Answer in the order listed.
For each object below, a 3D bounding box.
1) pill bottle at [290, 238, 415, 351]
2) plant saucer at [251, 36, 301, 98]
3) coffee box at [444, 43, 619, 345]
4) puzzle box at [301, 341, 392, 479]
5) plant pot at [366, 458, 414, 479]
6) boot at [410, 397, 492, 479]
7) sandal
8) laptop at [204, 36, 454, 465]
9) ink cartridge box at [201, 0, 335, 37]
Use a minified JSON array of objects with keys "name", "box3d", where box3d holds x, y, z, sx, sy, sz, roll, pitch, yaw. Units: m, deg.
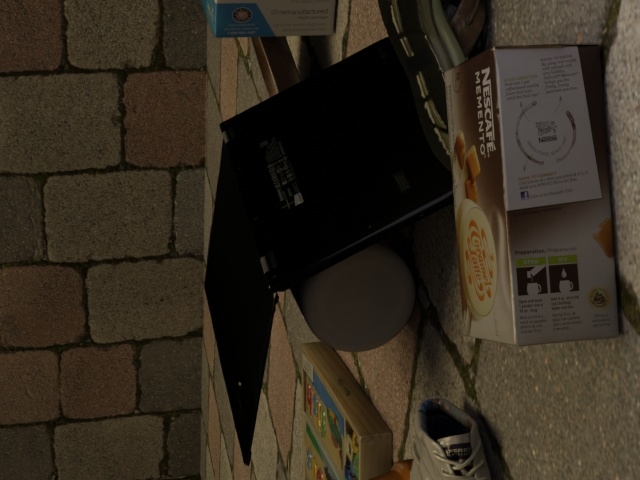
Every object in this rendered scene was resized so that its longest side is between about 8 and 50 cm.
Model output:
[{"name":"pill bottle","box3d":[0.026,0.035,1.647,0.265,0.153,0.153,-122,30,-66]},{"name":"plant saucer","box3d":[-0.063,-0.263,2.050,0.310,0.050,0.310,161,90,-87]},{"name":"coffee box","box3d":[0.180,-0.038,1.037,0.141,0.098,0.246,179,87,-78]},{"name":"puzzle box","box3d":[0.036,0.358,1.935,0.409,0.052,0.272,-133,40,-71]},{"name":"plant pot","box3d":[0.069,0.378,1.466,0.205,0.188,0.205,176,90,-78]},{"name":"boot","box3d":[0.147,0.270,1.288,0.258,0.095,0.123,-124,27,-67]},{"name":"sandal","box3d":[0.133,-0.221,1.264,0.120,0.086,0.303,-177,69,-72]},{"name":"laptop","box3d":[0.000,0.000,1.508,0.236,0.408,0.382,59,-174,-36]},{"name":"ink cartridge box","box3d":[-0.083,-0.485,1.878,0.197,0.198,0.270,-110,20,-53]}]
